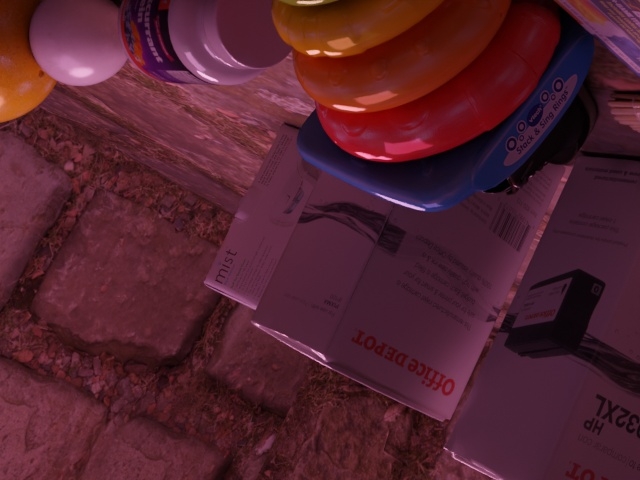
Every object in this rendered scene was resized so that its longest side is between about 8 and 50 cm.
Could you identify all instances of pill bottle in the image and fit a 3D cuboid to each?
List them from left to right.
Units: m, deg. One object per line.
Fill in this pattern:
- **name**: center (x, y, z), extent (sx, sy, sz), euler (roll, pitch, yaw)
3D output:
- **pill bottle**: center (-0.100, -0.194, 0.865), extent (0.108, 0.108, 0.193), euler (30, 172, -32)

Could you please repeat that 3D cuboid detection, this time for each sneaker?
- **sneaker**: center (0.151, -0.080, 0.747), extent (0.083, 0.118, 0.222), euler (23, 173, 23)

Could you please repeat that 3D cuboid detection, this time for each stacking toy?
- **stacking toy**: center (-0.451, -0.247, 1.236), extent (0.479, 0.351, 0.350), euler (7, 167, 23)
- **stacking toy**: center (0.017, -0.172, 0.530), extent (0.165, 0.175, 0.302), euler (27, 163, 47)

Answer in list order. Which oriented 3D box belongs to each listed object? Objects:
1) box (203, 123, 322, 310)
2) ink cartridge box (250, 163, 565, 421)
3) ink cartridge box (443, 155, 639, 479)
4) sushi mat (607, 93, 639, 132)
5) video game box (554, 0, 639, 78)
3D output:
- **box**: center (0.000, 0.000, 1.372), extent (0.231, 0.262, 0.127), euler (22, 173, 25)
- **ink cartridge box**: center (0.088, 0.002, 0.919), extent (0.117, 0.283, 0.207), euler (19, 171, 47)
- **ink cartridge box**: center (0.287, 0.109, 0.889), extent (0.223, 0.307, 0.129), euler (29, 173, -30)
- **sushi mat**: center (0.351, -0.051, 0.644), extent (0.151, 0.019, 0.316), euler (29, 173, -32)
- **video game box**: center (0.217, -0.120, 0.486), extent (0.205, 0.048, 0.187), euler (29, 170, -31)
